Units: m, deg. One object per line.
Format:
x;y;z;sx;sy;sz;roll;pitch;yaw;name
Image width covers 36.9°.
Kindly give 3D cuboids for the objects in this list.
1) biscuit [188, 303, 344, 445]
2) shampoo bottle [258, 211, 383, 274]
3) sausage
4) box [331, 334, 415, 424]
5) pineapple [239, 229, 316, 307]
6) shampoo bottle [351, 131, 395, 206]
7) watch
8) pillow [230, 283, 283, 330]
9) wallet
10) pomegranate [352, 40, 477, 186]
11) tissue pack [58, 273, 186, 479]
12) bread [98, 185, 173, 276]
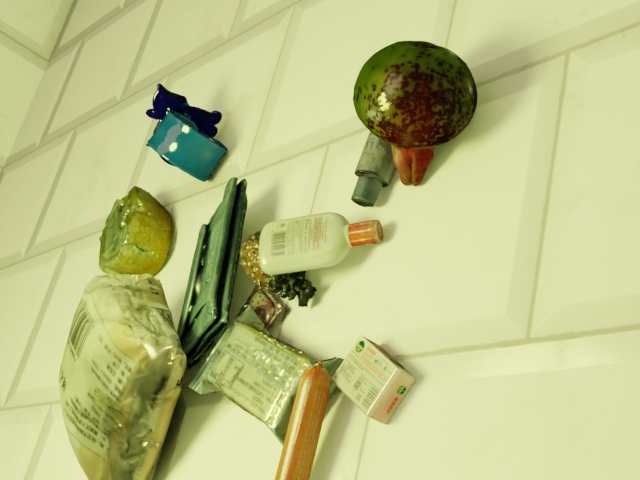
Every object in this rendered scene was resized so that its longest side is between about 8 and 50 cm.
-0.095;0.228;1.652;0.309;0.079;0.186;20;76;51;biscuit
0.000;0.000;1.682;0.220;0.051;0.108;-9;55;19;shampoo bottle
-0.040;0.355;1.490;0.053;0.053;0.348;-2;69;52;sausage
0.080;0.214;1.480;0.089;0.043;0.125;-56;33;4;box
-0.071;0.061;1.769;0.108;0.108;0.197;-54;45;7;pineapple
0.110;-0.163;1.725;0.072;0.072;0.214;0;65;53;shampoo bottle
-0.318;-0.238;2.247;0.171;0.196;0.200;-62;24;12;watch
-0.140;0.178;1.805;0.185;0.043;0.118;-53;35;1;pillow
-0.226;0.063;1.936;0.237;0.075;0.342;129;153;-51;wallet
0.156;-0.208;1.615;0.214;0.214;0.248;33;124;57;pomegranate
-0.395;0.277;1.894;0.390;0.195;0.375;-66;31;20;tissue pack
-0.450;-0.017;2.299;0.186;0.124;0.257;-44;34;22;bread
